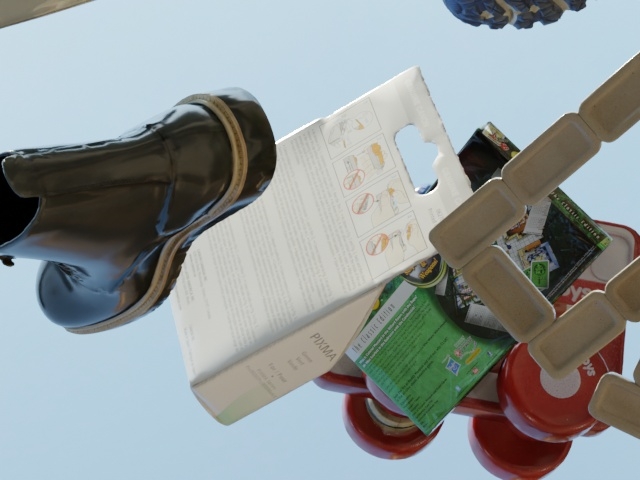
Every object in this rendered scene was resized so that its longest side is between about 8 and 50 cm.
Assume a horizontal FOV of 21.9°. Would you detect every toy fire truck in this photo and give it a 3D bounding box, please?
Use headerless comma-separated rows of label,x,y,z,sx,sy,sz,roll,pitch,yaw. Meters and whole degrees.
toy fire truck,0.147,0.075,1.566,0.302,0.169,0.253,11,-116,-2

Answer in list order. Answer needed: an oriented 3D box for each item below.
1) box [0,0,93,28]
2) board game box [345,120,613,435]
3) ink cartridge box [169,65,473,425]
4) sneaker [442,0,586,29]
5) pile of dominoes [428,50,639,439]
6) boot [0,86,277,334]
box,-0.207,-0.195,0.943,0.113,0.275,0.094,-20,-64,-19
board game box,0.111,0.036,1.343,0.136,0.259,0.030,44,-140,7
ink cartridge box,0.000,0.000,1.131,0.056,0.225,0.181,53,-167,-43
sneaker,0.093,-0.122,0.569,0.135,0.052,0.058,-32,-111,-7
pile of dominoes,0.217,-0.010,0.947,0.196,0.251,0.040,50,-160,2
boot,-0.127,-0.004,0.783,0.137,0.198,0.077,-16,-111,-41
